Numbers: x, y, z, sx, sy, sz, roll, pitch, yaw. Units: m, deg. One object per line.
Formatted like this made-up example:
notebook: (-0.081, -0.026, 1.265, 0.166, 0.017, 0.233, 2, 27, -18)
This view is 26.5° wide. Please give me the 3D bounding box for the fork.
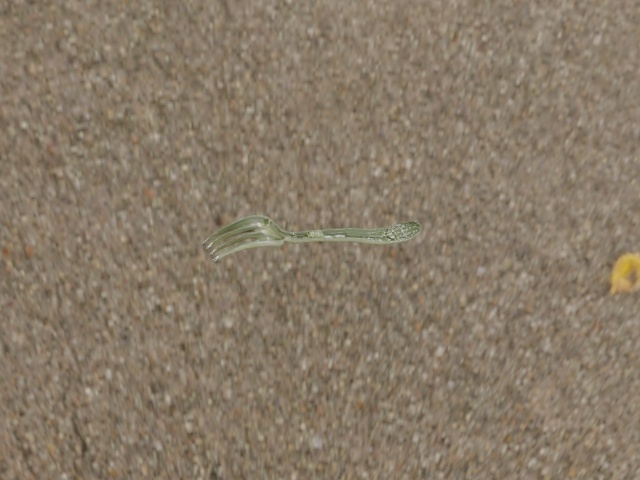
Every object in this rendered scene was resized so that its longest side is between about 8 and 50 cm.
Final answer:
fork: (0.002, -0.005, 1.178, 0.219, 0.028, 0.034, -4, 39, -34)
